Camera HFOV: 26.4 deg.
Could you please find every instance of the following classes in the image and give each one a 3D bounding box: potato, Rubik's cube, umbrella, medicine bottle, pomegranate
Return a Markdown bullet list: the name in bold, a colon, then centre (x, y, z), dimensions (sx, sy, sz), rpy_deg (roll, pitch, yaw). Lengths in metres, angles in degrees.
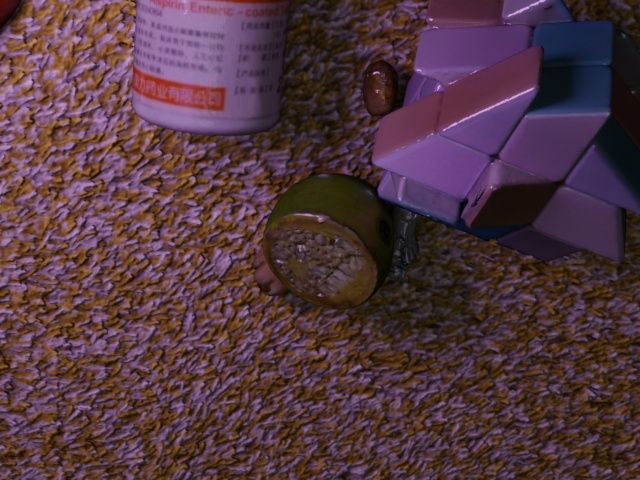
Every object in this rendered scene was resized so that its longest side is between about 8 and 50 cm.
- **potato**: centre (0.086, -0.218, 1.964), dimensions (0.051, 0.040, 0.083), rpy_deg (13, 116, 18)
- **Rubik's cube**: centre (0.276, -0.150, 1.823), dimensions (0.387, 0.358, 0.368), rpy_deg (20, 139, -8)
- **umbrella**: centre (0.123, -0.009, 2.026), dimensions (0.062, 0.067, 0.143), rpy_deg (-2, 105, -44)
- **medicine bottle**: centre (-0.139, -0.341, 1.827), dimensions (0.211, 0.211, 0.371), rpy_deg (5, 109, -3)
- **pomegranate**: centre (0.014, 0.004, 1.987), dimensions (0.190, 0.159, 0.241), rpy_deg (25, 132, 2)

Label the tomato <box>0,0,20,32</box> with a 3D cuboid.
- **tomato**: centre (-0.522, -0.361, 1.881), dimensions (0.225, 0.085, 0.225), rpy_deg (0, 106, 0)
